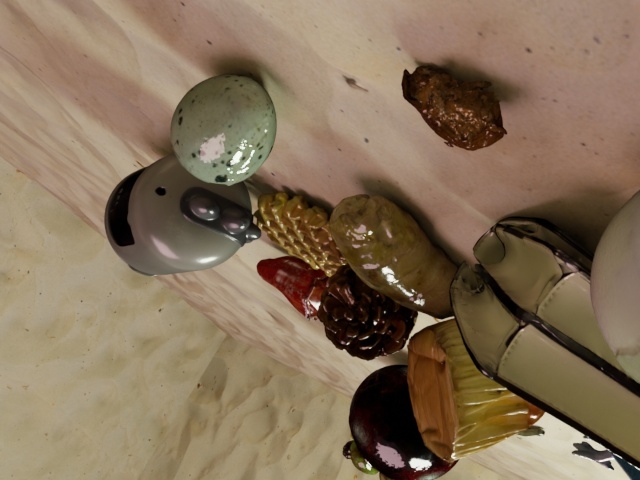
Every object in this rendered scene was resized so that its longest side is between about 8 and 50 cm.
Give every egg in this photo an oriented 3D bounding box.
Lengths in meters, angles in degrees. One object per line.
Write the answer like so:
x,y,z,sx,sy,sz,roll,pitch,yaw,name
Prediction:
-0.115,-0.136,0.894,0.131,0.131,0.164,35,157,-14,egg
0.303,0.044,0.563,0.183,0.183,0.217,23,156,28,egg

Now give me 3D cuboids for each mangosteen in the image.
0.214,0.481,1.873,0.330,0.330,0.330,29,165,9,mangosteen

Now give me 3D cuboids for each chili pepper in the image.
-0.032,0.081,1.495,0.253,0.144,0.136,24,135,52,chili pepper

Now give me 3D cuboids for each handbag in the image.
0.330,0.129,0.794,0.359,0.160,0.236,33,-171,-6,handbag

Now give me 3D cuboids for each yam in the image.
0.507,0.485,1.854,0.027,0.029,0.234,43,164,-1,yam

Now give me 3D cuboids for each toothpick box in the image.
-0.235,-0.041,1.283,0.229,0.229,0.316,37,161,-21,toothpick box

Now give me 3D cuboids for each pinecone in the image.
0.070,0.107,1.133,0.174,0.173,0.173,29,165,9,pinecone

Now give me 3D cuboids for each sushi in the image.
0.118,-0.117,0.643,0.118,0.061,0.060,23,175,31,sushi

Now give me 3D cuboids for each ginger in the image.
0.109,0.025,1.026,0.263,0.116,0.109,36,-166,-35,ginger

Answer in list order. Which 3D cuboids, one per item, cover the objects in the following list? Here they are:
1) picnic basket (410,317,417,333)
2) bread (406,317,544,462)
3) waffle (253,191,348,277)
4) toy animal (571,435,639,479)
0.148,0.171,1.445,0.072,0.083,0.072,29,166,8,picnic basket
0.229,0.210,1.071,0.156,0.204,0.288,-7,164,-5,bread
-0.001,0.001,1.249,0.249,0.056,0.253,39,162,-28,waffle
0.395,0.225,0.964,0.255,0.239,0.176,24,126,18,toy animal
